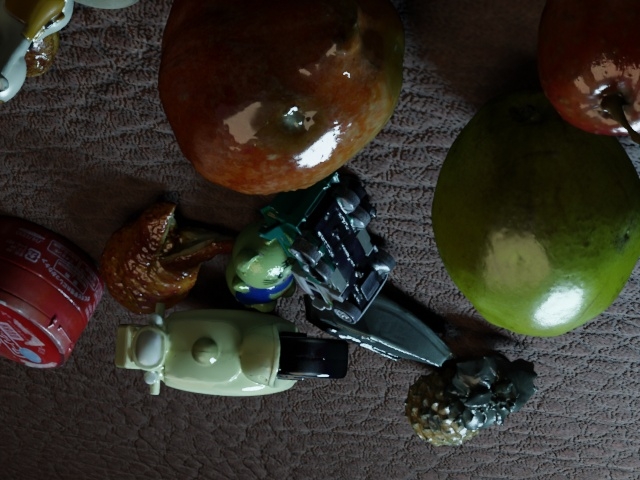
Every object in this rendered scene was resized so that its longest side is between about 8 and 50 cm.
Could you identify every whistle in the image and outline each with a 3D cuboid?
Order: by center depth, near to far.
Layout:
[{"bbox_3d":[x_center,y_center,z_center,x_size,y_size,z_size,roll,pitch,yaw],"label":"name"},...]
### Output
[{"bbox_3d":[-0.074,0.038,1.882,0.085,0.105,0.227,47,157,13],"label":"whistle"}]

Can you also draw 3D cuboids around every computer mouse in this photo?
[{"bbox_3d":[0.083,0.107,1.917,0.231,0.071,0.126,23,169,-22],"label":"computer mouse"}]

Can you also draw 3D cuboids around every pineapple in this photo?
[{"bbox_3d":[0.202,0.210,1.953,0.111,0.119,0.237,60,150,3],"label":"pineapple"}]

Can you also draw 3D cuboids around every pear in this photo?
[{"bbox_3d":[0.209,-0.023,1.401,0.212,0.212,0.269,14,136,21],"label":"pear"}]

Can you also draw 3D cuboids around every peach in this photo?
[{"bbox_3d":[-0.031,-0.162,1.328,0.232,0.232,0.257,30,165,-11],"label":"peach"}]

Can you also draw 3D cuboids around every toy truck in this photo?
[{"bbox_3d":[0.000,0.000,1.750,0.116,0.110,0.216,23,158,33],"label":"toy truck"}]

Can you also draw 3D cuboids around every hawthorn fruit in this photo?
[{"bbox_3d":[0.239,-0.143,1.152,0.163,0.203,0.162,21,151,12],"label":"hawthorn fruit"}]

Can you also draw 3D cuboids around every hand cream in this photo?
[{"bbox_3d":[-0.455,0.079,2.233,0.230,0.149,0.230,22,154,11],"label":"hand cream"}]

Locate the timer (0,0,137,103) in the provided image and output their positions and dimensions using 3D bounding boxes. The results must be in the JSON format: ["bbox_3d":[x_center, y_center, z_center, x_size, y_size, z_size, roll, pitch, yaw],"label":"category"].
[{"bbox_3d":[-0.258,-0.223,1.355,0.175,0.266,0.175,19,153,10],"label":"timer"}]

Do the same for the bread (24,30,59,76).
[{"bbox_3d":[-0.378,-0.252,1.640,0.193,0.064,0.193,23,156,11],"label":"bread"}]

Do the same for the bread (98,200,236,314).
[{"bbox_3d":[-0.224,0.030,2.003,0.139,0.095,0.269,26,153,-17],"label":"bread"}]

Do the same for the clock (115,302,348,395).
[{"bbox_3d":[-0.138,0.154,2.004,0.277,0.120,0.379,4,173,-16],"label":"clock"}]
